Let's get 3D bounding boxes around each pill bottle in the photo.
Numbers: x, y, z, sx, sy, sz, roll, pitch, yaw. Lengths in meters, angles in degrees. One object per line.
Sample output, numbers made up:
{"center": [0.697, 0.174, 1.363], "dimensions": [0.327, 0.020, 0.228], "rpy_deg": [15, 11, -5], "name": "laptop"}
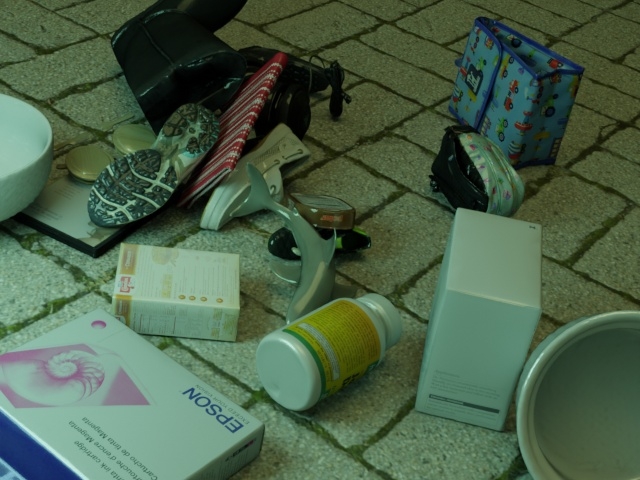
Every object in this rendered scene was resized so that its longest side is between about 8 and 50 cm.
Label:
{"center": [0.018, 0.151, 1.556], "dimensions": [0.117, 0.117, 0.208], "rpy_deg": [33, 39, 30], "name": "pill bottle"}

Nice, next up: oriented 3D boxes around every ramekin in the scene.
{"center": [0.386, 0.223, 1.416], "dimensions": [0.277, 0.277, 0.135], "rpy_deg": [12, 3, 2], "name": "ramekin"}

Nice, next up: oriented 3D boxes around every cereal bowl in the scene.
{"center": [-0.597, -0.113, 1.746], "dimensions": [0.339, 0.141, 0.339], "rpy_deg": [5, 33, -3], "name": "cereal bowl"}

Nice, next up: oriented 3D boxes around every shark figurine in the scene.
{"center": [-0.020, -0.001, 1.727], "dimensions": [0.166, 0.116, 0.278], "rpy_deg": [-6, 57, -31], "name": "shark figurine"}

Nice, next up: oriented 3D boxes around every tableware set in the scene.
{"center": [-0.368, -0.148, 1.928], "dimensions": [0.128, 0.039, 0.194], "rpy_deg": [41, 47, 20], "name": "tableware set"}

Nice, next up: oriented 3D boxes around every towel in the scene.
{"center": [-0.150, -0.190, 1.894], "dimensions": [0.031, 0.199, 0.275], "rpy_deg": [34, 55, -18], "name": "towel"}

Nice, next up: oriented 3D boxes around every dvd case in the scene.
{"center": [-0.376, -0.065, 1.853], "dimensions": [0.180, 0.022, 0.253], "rpy_deg": [23, 35, 18], "name": "dvd case"}

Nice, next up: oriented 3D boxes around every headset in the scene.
{"center": [-0.106, -0.248, 2.147], "dimensions": [0.394, 0.185, 0.243], "rpy_deg": [-33, 48, -27], "name": "headset"}

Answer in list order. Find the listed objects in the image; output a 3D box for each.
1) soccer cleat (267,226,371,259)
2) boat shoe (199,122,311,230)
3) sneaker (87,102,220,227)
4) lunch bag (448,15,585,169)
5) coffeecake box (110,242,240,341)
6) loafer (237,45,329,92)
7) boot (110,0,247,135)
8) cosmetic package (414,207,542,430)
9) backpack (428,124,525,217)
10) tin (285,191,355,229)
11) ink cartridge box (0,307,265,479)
{"center": [0.000, 0.000, 1.820], "dimensions": [0.179, 0.060, 0.072], "rpy_deg": [-4, 7, -24], "name": "soccer cleat"}
{"center": [-0.105, -0.100, 1.903], "dimensions": [0.096, 0.098, 0.277], "rpy_deg": [37, 53, 5], "name": "boat shoe"}
{"center": [-0.278, -0.104, 1.842], "dimensions": [0.110, 0.122, 0.283], "rpy_deg": [43, 61, 6], "name": "sneaker"}
{"center": [0.382, -0.319, 2.276], "dimensions": [0.138, 0.221, 0.293], "rpy_deg": [-11, 39, -30], "name": "lunch bag"}
{"center": [-0.217, 0.077, 1.643], "dimensions": [0.185, 0.068, 0.142], "rpy_deg": [6, 34, -8], "name": "coffeecake box"}
{"center": [-0.080, -0.379, 2.364], "dimensions": [0.223, 0.076, 0.078], "rpy_deg": [16, 41, 14], "name": "loafer"}
{"center": [-0.228, -0.401, 2.098], "dimensions": [0.146, 0.367, 0.445], "rpy_deg": [47, 3, -26], "name": "boot"}
{"center": [0.231, 0.110, 1.583], "dimensions": [0.138, 0.224, 0.224], "rpy_deg": [13, 33, 3], "name": "cosmetic package"}
{"center": [0.291, -0.113, 2.016], "dimensions": [0.115, 0.152, 0.182], "rpy_deg": [-15, 52, -20], "name": "backpack"}
{"center": [-0.003, -0.052, 1.868], "dimensions": [0.106, 0.040, 0.190], "rpy_deg": [1, 11, -13], "name": "tin"}
{"center": [-0.296, 0.241, 1.375], "dimensions": [0.324, 0.071, 0.330], "rpy_deg": [31, 36, 27], "name": "ink cartridge box"}
